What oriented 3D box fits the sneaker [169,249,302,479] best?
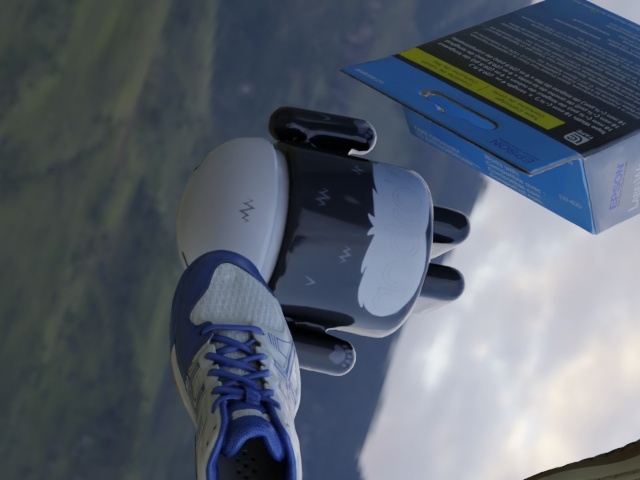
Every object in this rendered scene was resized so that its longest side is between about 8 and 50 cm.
[{"bbox_3d":[-0.056,0.140,1.497,0.131,0.111,0.297,122,-39,-69],"label":"sneaker"}]

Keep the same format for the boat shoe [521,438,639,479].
[{"bbox_3d":[0.183,0.189,1.086,0.341,0.121,0.110,-30,-119,23],"label":"boat shoe"}]

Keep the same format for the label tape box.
[{"bbox_3d":[0.210,-0.113,1.723,0.240,0.333,0.106,32,-50,36],"label":"label tape box"}]

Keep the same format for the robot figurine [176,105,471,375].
[{"bbox_3d":[-0.001,-0.001,1.749,0.209,0.278,0.174,-102,-150,-51],"label":"robot figurine"}]
